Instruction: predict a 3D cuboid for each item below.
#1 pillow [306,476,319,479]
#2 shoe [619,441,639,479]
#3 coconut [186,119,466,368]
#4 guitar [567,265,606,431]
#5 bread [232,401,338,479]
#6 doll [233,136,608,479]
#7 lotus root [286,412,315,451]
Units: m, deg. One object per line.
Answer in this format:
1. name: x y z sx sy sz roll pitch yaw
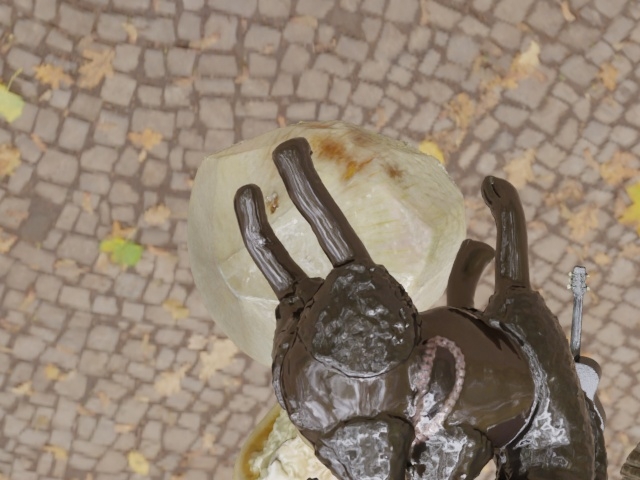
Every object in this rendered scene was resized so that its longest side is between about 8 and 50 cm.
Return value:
1. pillow: -0.028 0.455 1.418 0.106 0.250 0.186 -6 97 14
2. shoe: 0.331 0.322 0.843 0.198 0.172 0.351 8 96 -3
3. coconut: 0.000 0.000 1.483 0.415 0.415 0.345 -16 95 7
4. guitar: 0.306 0.140 1.252 0.088 0.025 0.233 8 112 23
5. bread: 0.050 0.312 1.715 0.424 0.329 0.245 -43 84 8
6. doll: 0.045 0.051 0.362 0.139 0.165 0.057 7 149 -34
7. lotus root: 0.013 0.224 1.219 0.073 0.150 0.062 25 91 -57
